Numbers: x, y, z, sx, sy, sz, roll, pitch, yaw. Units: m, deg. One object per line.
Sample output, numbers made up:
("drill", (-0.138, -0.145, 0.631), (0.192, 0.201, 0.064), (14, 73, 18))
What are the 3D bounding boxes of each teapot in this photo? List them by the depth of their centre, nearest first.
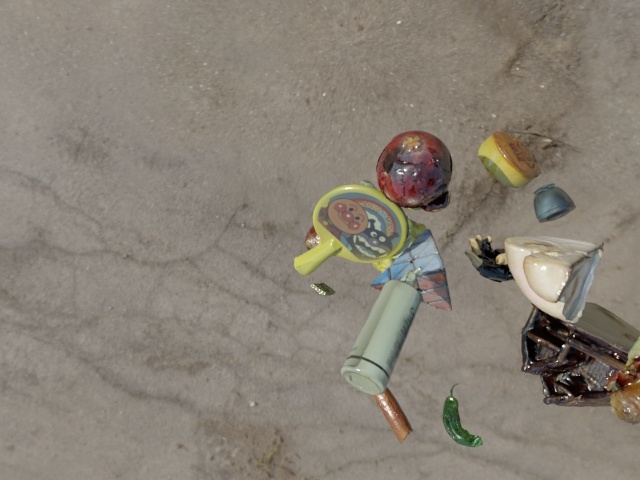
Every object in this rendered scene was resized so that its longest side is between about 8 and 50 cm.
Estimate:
("teapot", (0.713, -0.121, 1.442), (0.111, 0.149, 0.108), (-37, 67, 49))

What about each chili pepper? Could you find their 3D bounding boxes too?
("chili pepper", (0.518, 0.675, 1.794), (0.122, 0.279, 0.065), (-36, 121, 15))

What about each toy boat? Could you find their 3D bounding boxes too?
("toy boat", (0.010, 0.168, 1.635), (0.063, 0.115, 0.016), (34, 97, 17))

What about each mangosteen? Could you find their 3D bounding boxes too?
("mangosteen", (0.201, -0.133, 0.982), (0.166, 0.166, 0.180), (-24, 136, 13))

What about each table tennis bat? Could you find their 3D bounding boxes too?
("table tennis bat", (0.051, -0.005, 1.160), (0.224, 0.054, 0.368), (41, 133, -15))

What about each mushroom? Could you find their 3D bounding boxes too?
("mushroom", (0.486, 0.085, 1.037), (0.173, 0.236, 0.162), (13, 107, 42))

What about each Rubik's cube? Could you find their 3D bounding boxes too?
("Rubik's cube", (0.225, 0.045, 1.146), (0.190, 0.178, 0.211), (2, 147, 16))

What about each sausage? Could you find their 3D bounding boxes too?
("sausage", (0.268, 0.659, 1.889), (0.076, 0.302, 0.103), (-23, 151, -19))

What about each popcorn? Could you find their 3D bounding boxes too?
("popcorn", (0.279, 0.031, 1.625), (0.256, 0.255, 0.195), (13, 154, 3))

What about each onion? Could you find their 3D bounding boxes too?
("onion", (0.000, 0.000, 1.515), (0.097, 0.107, 0.107), (15, 119, -44))

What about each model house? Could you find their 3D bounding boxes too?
("model house", (0.687, 0.342, 1.240), (0.317, 0.297, 0.283), (8, 118, -20))

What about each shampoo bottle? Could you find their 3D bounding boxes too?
("shampoo bottle", (0.130, 0.161, 0.904), (0.085, 0.262, 0.085), (21, 144, 16))

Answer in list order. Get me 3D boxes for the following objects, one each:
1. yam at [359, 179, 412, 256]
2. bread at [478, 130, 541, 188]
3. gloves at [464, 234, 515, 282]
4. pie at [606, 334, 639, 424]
("yam", (0.181, -0.073, 1.440), (0.093, 0.093, 0.259), (-42, 62, 18))
("bread", (0.455, -0.188, 1.132), (0.156, 0.125, 0.086), (37, 132, -7))
("gloves", (0.471, 0.050, 1.272), (0.203, 0.164, 0.124), (3, 93, -16))
("pie", (0.564, 0.161, 0.654), (0.274, 0.105, 0.257), (6, 117, -10))
